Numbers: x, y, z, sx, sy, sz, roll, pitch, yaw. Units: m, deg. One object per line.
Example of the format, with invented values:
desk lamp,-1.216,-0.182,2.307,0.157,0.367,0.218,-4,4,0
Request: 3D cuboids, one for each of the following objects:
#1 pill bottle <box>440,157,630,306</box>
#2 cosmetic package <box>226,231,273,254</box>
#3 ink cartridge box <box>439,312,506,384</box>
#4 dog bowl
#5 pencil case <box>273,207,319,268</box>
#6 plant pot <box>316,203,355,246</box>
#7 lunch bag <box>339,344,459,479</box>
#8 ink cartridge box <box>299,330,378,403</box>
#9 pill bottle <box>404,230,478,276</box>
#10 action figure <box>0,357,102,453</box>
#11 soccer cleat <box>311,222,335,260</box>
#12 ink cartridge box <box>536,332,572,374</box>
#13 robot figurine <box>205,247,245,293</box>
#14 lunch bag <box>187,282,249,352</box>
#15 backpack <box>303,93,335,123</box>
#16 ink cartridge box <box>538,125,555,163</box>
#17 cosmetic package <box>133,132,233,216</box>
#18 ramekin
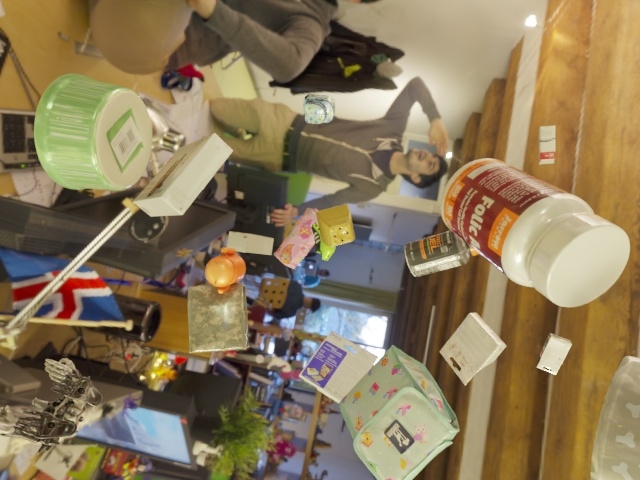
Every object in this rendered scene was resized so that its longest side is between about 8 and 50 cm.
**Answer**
pill bottle,0.468,-0.031,1.019,0.392,0.224,0.223,-121,-144,-59
cosmetic package,-0.366,0.016,2.318,0.238,0.127,0.107,6,93,-59
ink cartridge box,0.593,0.425,1.730,0.224,0.056,0.181,-64,-144,26
dog bowl,0.636,0.378,0.830,0.102,0.349,0.348,10,-91,52
pencil case,-0.081,-0.014,1.940,0.284,0.124,0.124,-55,176,1
plant pot,0.041,-0.029,1.045,0.083,0.082,0.081,-110,-173,-66
lunch bag,0.185,0.418,1.036,0.223,0.160,0.262,-49,-156,10
ink cartridge box,0.067,0.453,1.561,0.208,0.207,0.045,-51,152,-27
pill bottle,0.435,0.038,1.561,0.130,0.246,0.130,47,33,-44
action figure,-0.509,0.310,0.838,0.276,0.141,0.164,-32,-157,50
soccer cleat,0.000,0.000,1.466,0.072,0.060,0.178,-63,-153,21
ink cartridge box,0.724,0.353,1.371,0.029,0.063,0.114,-34,142,-69
robot figurine,-0.385,0.118,1.787,0.158,0.128,0.219,-46,175,11
lunch bag,-0.429,0.318,1.856,0.169,0.236,0.286,111,-25,-80
backpack,-0.005,-0.489,1.655,0.084,0.115,0.104,-76,166,-45
ink cartridge box,0.903,-0.380,1.757,0.099,0.056,0.135,1,89,-66
cosmetic package,-0.498,-0.223,1.565,0.377,0.097,0.284,3,-127,54
ramekin,-0.580,-0.276,1.172,0.303,0.149,0.302,10,90,-83
